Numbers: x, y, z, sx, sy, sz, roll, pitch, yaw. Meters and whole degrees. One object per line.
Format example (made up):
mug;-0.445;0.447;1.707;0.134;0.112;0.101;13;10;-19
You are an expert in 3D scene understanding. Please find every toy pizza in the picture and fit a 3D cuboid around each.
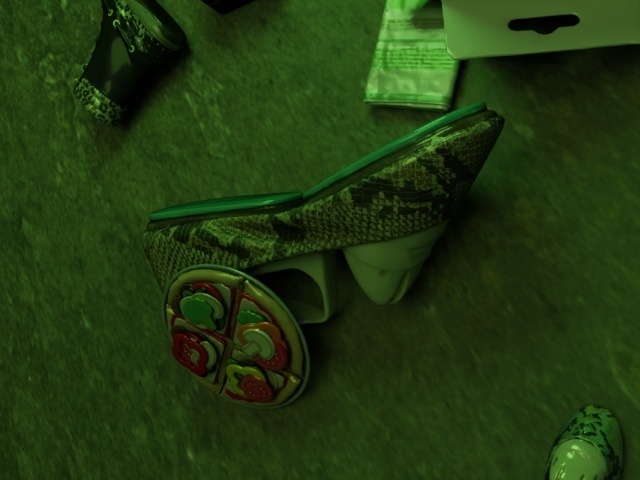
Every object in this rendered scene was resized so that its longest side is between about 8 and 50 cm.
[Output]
toy pizza;-0.105;0.119;0.886;0.201;0.032;0.201;15;124;23

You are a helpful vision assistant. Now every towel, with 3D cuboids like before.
towel;0.117;-0.226;0.900;0.113;0.023;0.152;11;83;30

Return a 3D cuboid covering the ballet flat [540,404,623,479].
ballet flat;0.227;0.243;0.709;0.070;0.070;0.188;18;89;32

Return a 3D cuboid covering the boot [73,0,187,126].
boot;-0.315;-0.297;1.132;0.178;0.085;0.236;-50;60;15

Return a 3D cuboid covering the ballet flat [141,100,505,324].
ballet flat;0.000;0.000;0.862;0.483;0.164;0.182;-15;94;34

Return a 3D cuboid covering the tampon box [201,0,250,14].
tampon box;-0.125;-0.413;1.032;0.121;0.101;0.160;-16;72;27

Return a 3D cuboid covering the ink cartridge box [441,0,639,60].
ink cartridge box;0.206;-0.360;0.747;0.207;0.119;0.353;-4;68;5

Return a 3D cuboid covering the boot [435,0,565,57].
boot;0.158;-0.255;0.826;0.219;0.082;0.106;5;78;20
